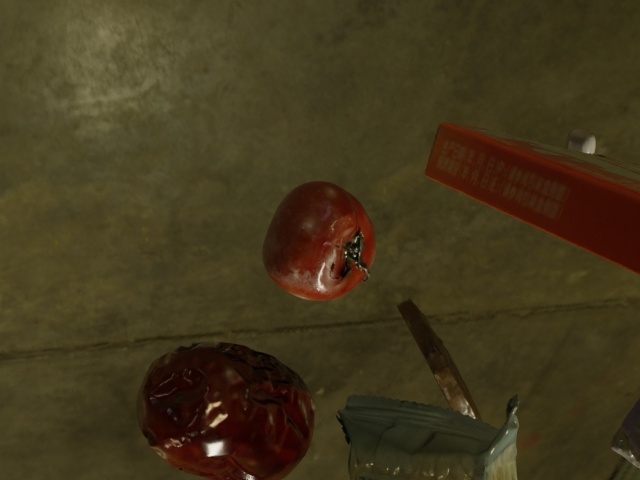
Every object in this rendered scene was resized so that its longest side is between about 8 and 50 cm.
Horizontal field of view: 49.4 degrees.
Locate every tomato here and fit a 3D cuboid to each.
[{"bbox_3d":[0.000,0.000,1.037,0.187,0.151,0.187,-19,118,-42],"label":"tomato"}]

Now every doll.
[{"bbox_3d":[0.487,-0.127,1.332,0.161,0.059,0.160,-43,134,-15],"label":"doll"}]

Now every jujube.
[{"bbox_3d":[-0.099,0.188,0.758,0.155,0.155,0.230,-33,152,5],"label":"jujube"}]

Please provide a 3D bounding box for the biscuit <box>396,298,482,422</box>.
[{"bbox_3d":[0.230,0.246,1.285,0.049,0.257,0.273,-27,117,2],"label":"biscuit"}]

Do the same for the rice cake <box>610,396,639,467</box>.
[{"bbox_3d":[0.502,0.156,0.912,0.399,0.070,0.064,-39,141,-26],"label":"rice cake"}]

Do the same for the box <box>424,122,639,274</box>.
[{"bbox_3d":[0.255,-0.009,0.471,0.265,0.273,0.048,3,110,-39],"label":"box"}]

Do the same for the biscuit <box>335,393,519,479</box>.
[{"bbox_3d":[0.095,0.283,0.563,0.186,0.309,0.079,-11,176,41],"label":"biscuit"}]
